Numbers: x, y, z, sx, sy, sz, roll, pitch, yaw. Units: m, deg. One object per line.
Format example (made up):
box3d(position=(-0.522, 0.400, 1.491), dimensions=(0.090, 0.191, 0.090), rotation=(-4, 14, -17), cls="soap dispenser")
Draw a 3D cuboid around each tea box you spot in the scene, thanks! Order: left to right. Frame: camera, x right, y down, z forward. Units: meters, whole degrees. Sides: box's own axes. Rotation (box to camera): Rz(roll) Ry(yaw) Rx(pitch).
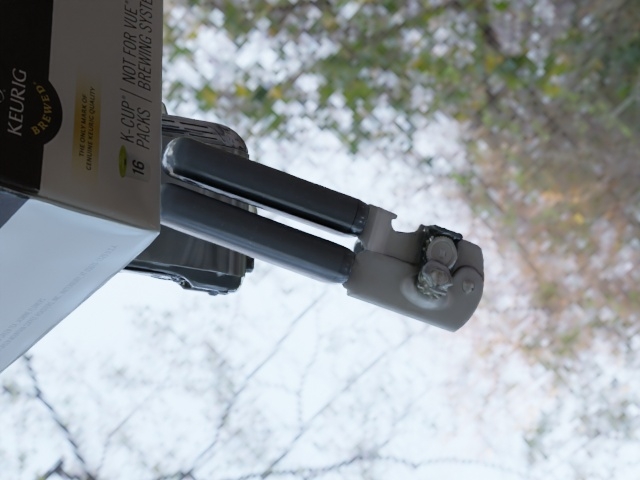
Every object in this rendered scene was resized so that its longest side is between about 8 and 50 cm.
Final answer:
box3d(position=(-0.279, -0.136, 0.960), dimensions=(0.324, 0.220, 0.329), rotation=(20, -128, -31), cls="tea box")

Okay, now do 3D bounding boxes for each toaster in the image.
box3d(position=(-0.163, -0.036, 1.444), dimensions=(0.227, 0.129, 0.146), rotation=(9, -95, -8), cls="toaster")

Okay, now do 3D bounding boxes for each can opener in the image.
box3d(position=(0.000, 0.000, 1.262), dimensions=(0.280, 0.093, 0.074), rotation=(20, -102, -21), cls="can opener")

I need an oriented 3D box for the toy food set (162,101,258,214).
box3d(position=(-0.149, -0.084, 1.969), dimensions=(0.038, 0.132, 0.192), rotation=(-32, -138, -24), cls="toy food set")
